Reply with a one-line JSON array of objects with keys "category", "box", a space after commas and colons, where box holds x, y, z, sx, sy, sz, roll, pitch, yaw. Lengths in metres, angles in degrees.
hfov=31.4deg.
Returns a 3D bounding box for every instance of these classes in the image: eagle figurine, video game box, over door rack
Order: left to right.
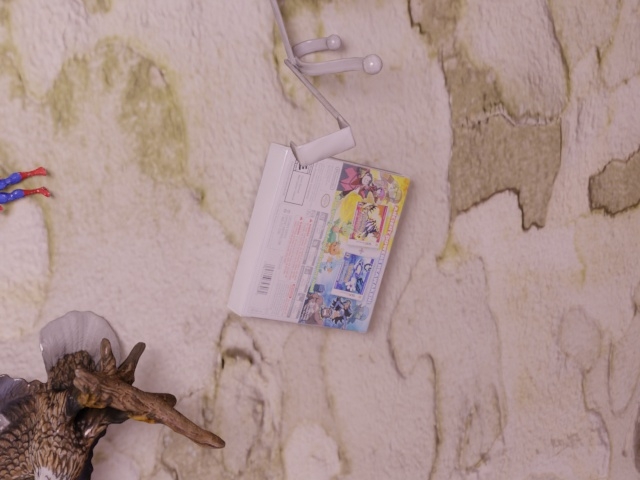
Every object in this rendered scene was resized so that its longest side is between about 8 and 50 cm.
[{"category": "eagle figurine", "box": [-0.293, 0.238, 1.186, 0.298, 0.225, 0.226, -43, 83, 20]}, {"category": "over door rack", "box": [-0.014, -0.245, 1.116, 0.108, 0.324, 0.239, -17, 116, 5]}, {"category": "video game box", "box": [0.000, 0.000, 1.361, 0.187, 0.048, 0.205, 12, 98, -33]}]

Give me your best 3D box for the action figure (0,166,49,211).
[{"category": "action figure", "box": [-0.331, -0.047, 1.144, 0.115, 0.030, 0.038, -15, 117, -27]}]
